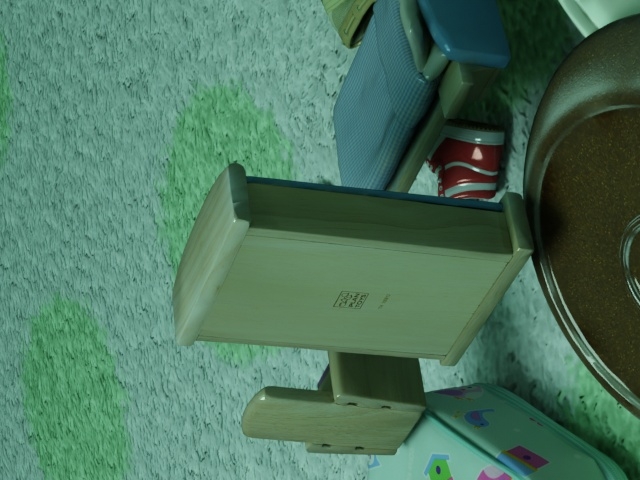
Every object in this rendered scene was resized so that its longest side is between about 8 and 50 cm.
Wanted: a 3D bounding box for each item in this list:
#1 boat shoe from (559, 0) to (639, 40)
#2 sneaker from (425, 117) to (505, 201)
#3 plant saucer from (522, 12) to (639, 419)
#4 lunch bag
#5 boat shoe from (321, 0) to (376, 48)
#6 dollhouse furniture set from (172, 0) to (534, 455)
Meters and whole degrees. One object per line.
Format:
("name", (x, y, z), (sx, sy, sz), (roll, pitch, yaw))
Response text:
("boat shoe", (0.182, -0.225, 1.172), (0.319, 0.116, 0.099), (62, -173, 16))
("sneaker", (0.093, -0.061, 1.362), (0.118, 0.042, 0.067), (17, 107, 52))
("plant saucer", (0.229, 0.014, 1.086), (0.311, 0.050, 0.310), (32, 137, 36))
("lunch bag", (0.128, 0.262, 1.317), (0.224, 0.108, 0.279), (29, 120, 50))
("boat shoe", (0.052, -0.192, 1.391), (0.153, 0.056, 0.048), (-22, 87, 58))
("dollhouse furniture set", (-0.011, -0.054, 1.257), (0.286, 0.198, 0.303), (118, 152, -47))
